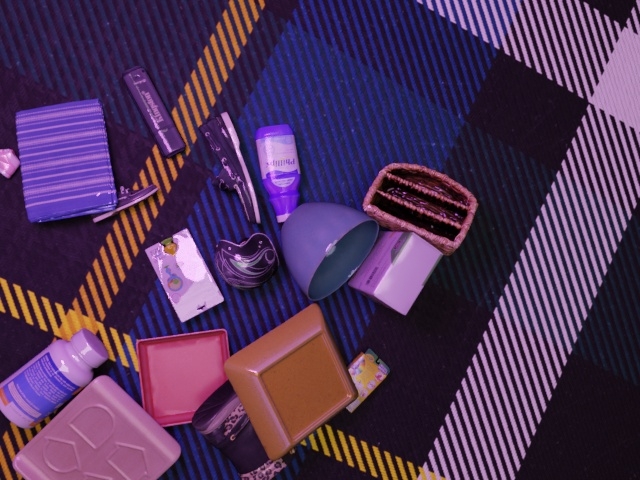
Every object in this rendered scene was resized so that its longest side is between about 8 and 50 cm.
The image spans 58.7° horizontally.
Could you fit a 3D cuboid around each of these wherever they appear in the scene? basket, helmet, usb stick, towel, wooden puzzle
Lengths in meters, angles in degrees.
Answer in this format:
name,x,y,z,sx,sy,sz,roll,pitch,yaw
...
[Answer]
name,x,y,z,sx,sy,sz,roll,pitch,yaw
basket,0.297,-0.111,1.651,0.299,0.223,0.213,25,87,11
helmet,-0.219,0.060,1.636,0.161,0.169,0.169,-28,94,-25
usb stick,-0.483,-0.371,1.653,0.077,0.045,0.278,-28,94,-8
towel,-0.709,-0.224,1.591,0.243,0.040,0.336,-11,77,-8
wooden puzzle,-0.619,0.598,1.599,0.348,0.080,0.322,-44,96,-2

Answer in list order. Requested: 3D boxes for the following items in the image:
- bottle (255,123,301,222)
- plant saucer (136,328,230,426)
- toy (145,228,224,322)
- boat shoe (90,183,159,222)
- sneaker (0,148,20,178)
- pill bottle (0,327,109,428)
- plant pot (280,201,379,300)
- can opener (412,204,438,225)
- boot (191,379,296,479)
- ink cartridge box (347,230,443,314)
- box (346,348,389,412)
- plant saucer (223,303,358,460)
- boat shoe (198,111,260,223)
name,x,y,z,sx,sy,sz,roll,pitch,yaw
bottle,-0.118,-0.196,1.687,0.118,0.092,0.283,-9,91,-8
plant saucer,-0.390,0.399,1.664,0.259,0.048,0.258,-6,91,-8
toy,-0.394,0.101,1.661,0.137,0.056,0.237,-28,89,-5
boat shoe,-0.565,-0.121,1.624,0.206,0.075,0.065,-26,97,-4
sneaker,-0.898,-0.241,1.583,0.134,0.051,0.070,42,82,-10
pill bottle,-0.725,0.369,1.556,0.272,0.152,0.152,-38,96,-7
plant pot,0.000,0.000,1.638,0.195,0.290,0.290,41,83,22
can opener,0.334,-0.081,1.787,0.186,0.073,0.059,-48,136,-3
boot,-0.155,0.499,1.653,0.377,0.138,0.284,-40,112,-32
ink cartridge box,0.207,0.085,1.648,0.117,0.278,0.201,34,85,-11
box,0.119,0.426,1.750,0.179,0.043,0.105,-44,96,-4
plant saucer,-0.055,0.398,1.588,0.332,0.081,0.333,-30,104,-26
boat shoe,-0.267,-0.198,1.647,0.113,0.127,0.340,-19,91,-8
